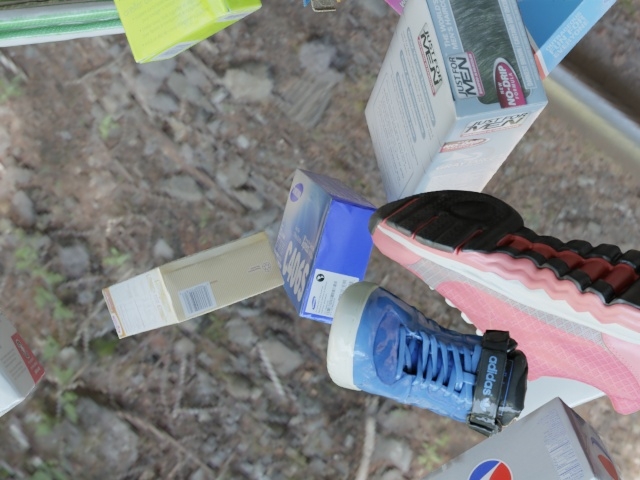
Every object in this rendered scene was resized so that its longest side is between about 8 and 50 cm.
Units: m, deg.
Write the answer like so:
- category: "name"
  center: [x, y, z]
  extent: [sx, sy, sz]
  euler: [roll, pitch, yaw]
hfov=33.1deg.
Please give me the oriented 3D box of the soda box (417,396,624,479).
- category: "soda box"
  center: [0.140, 0.268, 1.003]
  extent: [0.286, 0.091, 0.098]
  euler: [-35, 132, 17]

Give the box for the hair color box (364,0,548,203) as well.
- category: "hair color box"
  center: [0.156, -0.168, 1.360]
  extent: [0.374, 0.113, 0.185]
  euler: [110, 148, -71]

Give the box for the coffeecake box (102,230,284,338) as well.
- category: "coffeecake box"
  center: [-0.153, 0.054, 1.261]
  extent: [0.185, 0.142, 0.068]
  euler: [-18, 91, 58]

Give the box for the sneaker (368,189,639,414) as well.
- category: "sneaker"
  center: [0.165, 0.056, 0.943]
  extent: [0.313, 0.116, 0.136]
  euler: [24, 124, 34]

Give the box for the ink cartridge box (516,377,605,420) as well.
- category: "ink cartridge box"
  center: [0.373, 0.118, 1.390]
  extent: [0.307, 0.223, 0.129]
  euler: [-22, 85, 8]

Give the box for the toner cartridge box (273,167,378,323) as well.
- category: "toner cartridge box"
  center: [0.000, 0.000, 1.564]
  extent: [0.075, 0.348, 0.165]
  euler: [15, 97, -11]

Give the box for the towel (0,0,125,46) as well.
- category: "towel"
  center: [-0.259, -0.254, 1.130]
  extent: [0.247, 0.325, 0.038]
  euler: [-10, 112, -11]

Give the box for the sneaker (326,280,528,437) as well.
- category: "sneaker"
  center: [0.063, 0.062, 0.551]
  extent: [0.084, 0.058, 0.152]
  euler: [10, 166, 23]

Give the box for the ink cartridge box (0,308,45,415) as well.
- category: "ink cartridge box"
  center: [-0.488, 0.092, 1.325]
  extent: [0.306, 0.131, 0.226]
  euler: [54, 176, -5]

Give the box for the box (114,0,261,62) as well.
- category: "box"
  center: [-0.121, -0.233, 0.791]
  extent: [0.109, 0.042, 0.178]
  euler: [-18, 93, 41]

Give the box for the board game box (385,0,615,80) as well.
- category: "board game box"
  center: [0.237, -0.364, 1.505]
  extent: [0.242, 0.064, 0.316]
  euler: [-49, 57, 14]

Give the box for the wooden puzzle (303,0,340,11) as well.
- category: "wooden puzzle"
  center: [0.000, -0.462, 2.003]
  extent: [0.014, 0.116, 0.079]
  euler: [-10, 88, 38]
